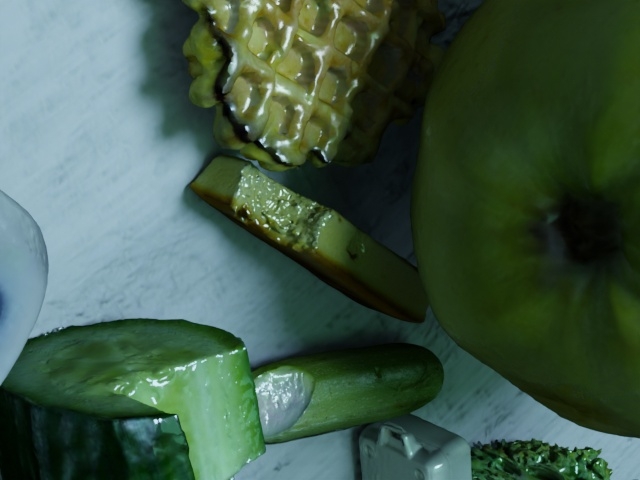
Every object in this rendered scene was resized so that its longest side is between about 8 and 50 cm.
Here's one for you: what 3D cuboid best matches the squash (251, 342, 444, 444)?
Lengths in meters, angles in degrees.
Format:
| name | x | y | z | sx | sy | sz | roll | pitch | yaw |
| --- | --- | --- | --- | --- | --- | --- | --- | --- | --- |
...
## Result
| name | x | y | z | sx | sy | sz | roll | pitch | yaw |
| --- | --- | --- | --- | --- | --- | --- | --- | --- | --- |
| squash | 0.017 | 0.127 | 1.215 | 0.239 | 0.069 | 0.069 | -6 | 108 | -42 |

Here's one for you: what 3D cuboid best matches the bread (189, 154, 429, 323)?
| name | x | y | z | sx | sy | sz | roll | pitch | yaw |
| --- | --- | --- | --- | --- | --- | --- | --- | --- | --- |
| bread | 0.000 | 0.000 | 1.143 | 0.226 | 0.088 | 0.049 | 34 | 82 | -45 |

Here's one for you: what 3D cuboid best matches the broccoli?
| name | x | y | z | sx | sy | sz | roll | pitch | yaw |
| --- | --- | --- | --- | --- | --- | --- | --- | --- | --- |
| broccoli | 0.240 | 0.273 | 1.365 | 0.220 | 0.194 | 0.194 | 25 | 86 | -35 |

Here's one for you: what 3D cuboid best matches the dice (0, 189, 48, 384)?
| name | x | y | z | sx | sy | sz | roll | pitch | yaw |
| --- | --- | --- | --- | --- | --- | --- | --- | --- | --- |
| dice | -0.287 | 0.016 | 0.803 | 0.193 | 0.192 | 0.194 | 41 | 80 | -41 |

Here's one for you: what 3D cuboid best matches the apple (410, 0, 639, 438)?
| name | x | y | z | sx | sy | sz | roll | pitch | yaw |
| --- | --- | --- | --- | --- | --- | --- | --- | --- | --- |
| apple | 0.293 | -0.059 | 1.128 | 0.474 | 0.474 | 0.473 | -16 | 115 | -39 |

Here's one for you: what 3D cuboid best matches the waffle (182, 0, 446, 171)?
| name | x | y | z | sx | sy | sz | roll | pitch | yaw |
| --- | --- | --- | --- | --- | --- | --- | --- | --- | --- |
| waffle | 0.000 | -0.194 | 1.087 | 0.301 | 0.058 | 0.281 | -5 | 102 | -46 |

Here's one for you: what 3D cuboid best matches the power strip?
| name | x | y | z | sx | sy | sz | roll | pitch | yaw |
| --- | --- | --- | --- | --- | --- | --- | --- | --- | --- |
| power strip | 0.094 | 0.309 | 1.327 | 0.058 | 0.098 | 0.338 | -25 | 121 | -39 |

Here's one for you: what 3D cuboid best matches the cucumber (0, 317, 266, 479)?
| name | x | y | z | sx | sy | sz | roll | pitch | yaw |
| --- | --- | --- | --- | --- | --- | --- | --- | --- | --- |
| cucumber | -0.140 | 0.137 | 1.009 | 0.191 | 0.191 | 0.130 | -20 | 119 | -37 |
